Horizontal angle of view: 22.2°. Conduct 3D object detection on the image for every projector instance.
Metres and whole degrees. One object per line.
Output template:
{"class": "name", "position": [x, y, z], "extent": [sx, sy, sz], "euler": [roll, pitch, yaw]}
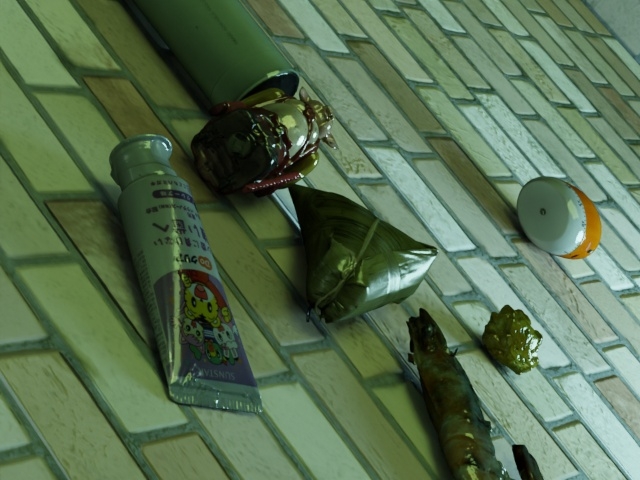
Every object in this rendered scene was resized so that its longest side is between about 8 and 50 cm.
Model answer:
{"class": "projector", "position": [-0.159, -0.285, 1.989], "extent": [0.337, 0.108, 0.108], "euler": [52, 26, 20]}

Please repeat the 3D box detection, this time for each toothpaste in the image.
{"class": "toothpaste", "position": [-0.137, 0.031, 1.572], "extent": [0.114, 0.073, 0.299], "euler": [15, 44, -45]}

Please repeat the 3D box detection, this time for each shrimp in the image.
{"class": "shrimp", "position": [0.175, 0.202, 1.778], "extent": [0.169, 0.058, 0.296], "euler": [30, 30, -41]}

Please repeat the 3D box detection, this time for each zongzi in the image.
{"class": "zongzi", "position": [-0.002, 0.001, 1.794], "extent": [0.204, 0.094, 0.205], "euler": [39, 25, 17]}

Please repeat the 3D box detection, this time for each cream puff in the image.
{"class": "cream puff", "position": [0.230, 0.121, 1.986], "extent": [0.083, 0.083, 0.058], "euler": [12, -7, -32]}

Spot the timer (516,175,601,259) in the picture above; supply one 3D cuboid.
{"class": "timer", "position": [0.350, -0.027, 2.354], "extent": [0.136, 0.099, 0.136], "euler": [45, 26, -28]}

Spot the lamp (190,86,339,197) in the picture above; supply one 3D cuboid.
{"class": "lamp", "position": [-0.046, -0.118, 1.877], "extent": [0.118, 0.118, 0.253], "euler": [49, 28, 13]}
